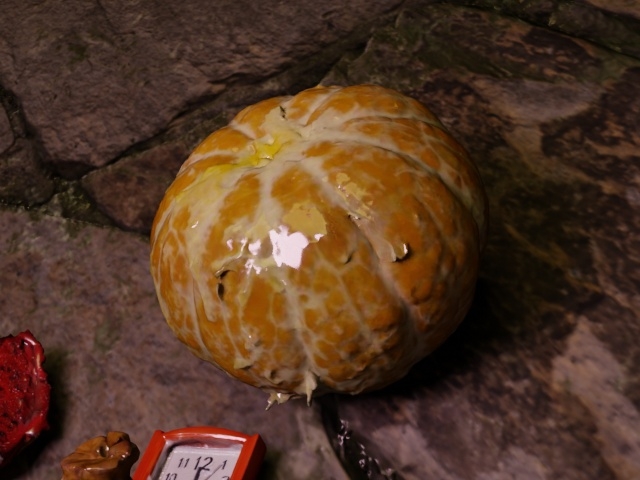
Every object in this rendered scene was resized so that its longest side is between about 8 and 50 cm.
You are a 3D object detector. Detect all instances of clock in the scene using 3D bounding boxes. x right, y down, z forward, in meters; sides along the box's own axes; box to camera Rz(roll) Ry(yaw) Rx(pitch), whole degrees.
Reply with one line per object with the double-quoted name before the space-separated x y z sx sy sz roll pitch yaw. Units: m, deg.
"clock" -0.118 0.241 0.938 0.113 0.061 0.155 -2 42 22

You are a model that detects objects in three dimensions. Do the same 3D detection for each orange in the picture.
"orange" 0.000 0.000 0.997 0.330 0.249 0.329 -12 35 8

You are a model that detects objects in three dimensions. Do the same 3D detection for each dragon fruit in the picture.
"dragon fruit" -0.350 0.183 1.097 0.127 0.120 0.161 -44 -6 39

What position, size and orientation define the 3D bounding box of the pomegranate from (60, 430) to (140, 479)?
"pomegranate" -0.155 0.306 0.719 0.308 0.307 0.307 -13 42 12
